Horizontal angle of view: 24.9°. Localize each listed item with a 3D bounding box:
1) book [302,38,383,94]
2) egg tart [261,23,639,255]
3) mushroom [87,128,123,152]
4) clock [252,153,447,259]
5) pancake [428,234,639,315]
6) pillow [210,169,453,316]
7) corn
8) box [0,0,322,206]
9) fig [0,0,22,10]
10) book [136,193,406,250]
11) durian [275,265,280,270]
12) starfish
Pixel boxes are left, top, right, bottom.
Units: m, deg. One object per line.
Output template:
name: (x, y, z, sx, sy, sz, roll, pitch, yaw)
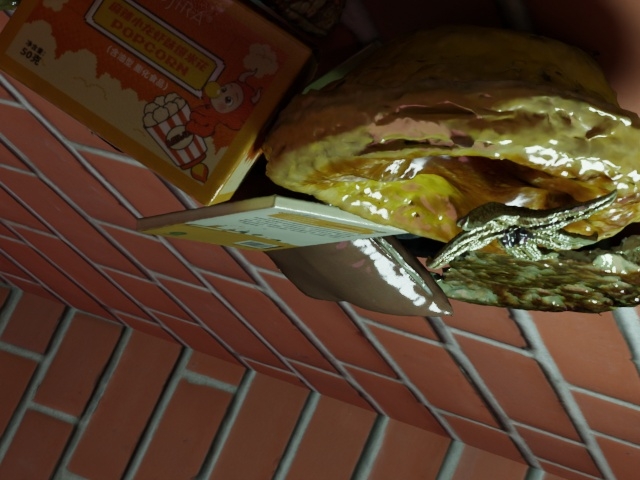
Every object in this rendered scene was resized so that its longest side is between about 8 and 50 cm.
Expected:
book: (0.073, -0.148, 1.762, 0.192, 0.013, 0.168, 38, 134, -27)
egg tart: (0.163, -0.115, 1.511, 0.443, 0.178, 0.443, 6, 166, 2)
mushroom: (-0.226, -0.236, 1.854, 0.208, 0.233, 0.302, 4, -163, -24)
clock: (0.042, -0.092, 2.026, 0.386, 0.076, 0.386, 23, 165, 7)
pancake: (0.302, 0.041, 2.003, 0.305, 0.067, 0.427, 13, 167, -9)
pillow: (0.000, 0.000, 2.027, 0.305, 0.108, 0.308, 7, 150, 50)
corn: (-0.072, -0.301, 1.525, 0.237, 0.079, 0.079, 33, 162, -24)
box: (-0.168, -0.199, 1.589, 0.283, 0.214, 0.259, 33, -178, -1)
fig: (-0.404, -0.310, 1.818, 0.245, 0.149, 0.149, 36, 162, -11)
book: (-0.063, -0.017, 1.780, 0.208, 0.020, 0.295, 11, 169, -38)
durian: (0.022, 0.008, 2.278, 0.196, 0.167, 0.196, -1, 171, 0)
starfish: (0.202, -0.013, 1.440, 0.217, 0.050, 0.223, -14, 168, 36)
